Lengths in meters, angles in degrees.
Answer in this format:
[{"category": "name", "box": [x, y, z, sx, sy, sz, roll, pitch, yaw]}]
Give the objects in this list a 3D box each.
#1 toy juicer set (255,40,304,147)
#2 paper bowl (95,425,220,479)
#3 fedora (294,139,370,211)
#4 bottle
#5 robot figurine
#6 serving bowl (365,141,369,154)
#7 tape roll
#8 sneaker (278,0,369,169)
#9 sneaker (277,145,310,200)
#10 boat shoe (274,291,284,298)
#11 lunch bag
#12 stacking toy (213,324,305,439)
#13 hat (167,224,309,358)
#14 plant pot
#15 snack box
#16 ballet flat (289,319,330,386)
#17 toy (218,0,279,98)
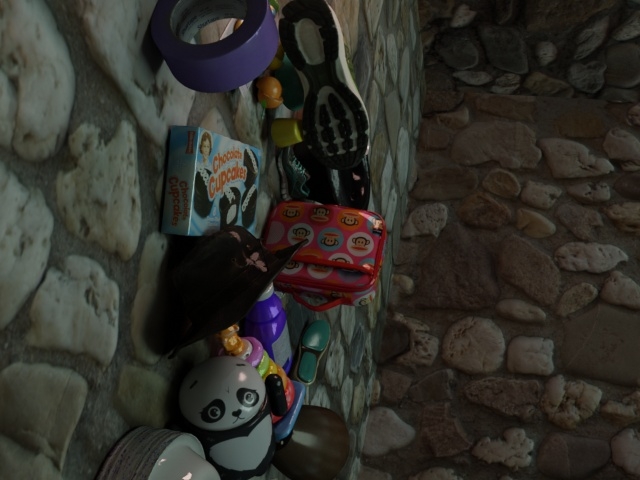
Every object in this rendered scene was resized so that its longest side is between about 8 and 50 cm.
[{"category": "toy juicer set", "box": [-0.077, -0.396, 1.734, 0.209, 0.089, 0.329, 52, 47, -44]}, {"category": "paper bowl", "box": [-0.261, 0.461, 1.239, 0.284, 0.148, 0.284, 5, 90, -74]}, {"category": "fedora", "box": [0.021, -0.191, 1.992, 0.334, 0.152, 0.334, -3, 90, -70]}, {"category": "bottle", "box": [-0.127, 0.206, 1.741, 0.118, 0.092, 0.283, -69, 159, -47]}, {"category": "robot figurine", "box": [-0.177, 0.356, 1.449, 0.209, 0.173, 0.278, -62, 152, -52]}, {"category": "serving bowl", "box": [0.104, -0.266, 1.965, 0.083, 0.027, 0.083, -3, 90, -70]}, {"category": "tape roll", "box": [-0.166, -0.333, 1.184, 0.080, 0.189, 0.189, 67, 33, -61]}, {"category": "sneaker", "box": [0.030, -0.364, 1.703, 0.182, 0.158, 0.410, -67, 147, -59]}, {"category": "sneaker", "box": [-0.061, -0.173, 1.865, 0.065, 0.076, 0.166, -69, 159, -46]}, {"category": "boat shoe", "box": [-0.108, 0.132, 1.894, 0.035, 0.035, 0.100, 34, 63, -74]}, {"category": "lunch bag", "box": [0.002, 0.045, 1.781, 0.120, 0.293, 0.258, 79, 21, -60]}, {"category": "stacking toy", "box": [-0.163, 0.271, 1.584, 0.166, 0.175, 0.302, -68, 145, -48]}, {"category": "hat", "box": [-0.180, 0.058, 1.339, 0.134, 0.331, 0.331, 52, 27, -9]}, {"category": "plant pot", "box": [-0.067, 0.515, 1.943, 0.230, 0.215, 0.215, 43, 54, -54]}, {"category": "snack box", "box": [-0.197, -0.102, 1.413, 0.322, 0.060, 0.187, -1, 96, -75]}, {"category": "ballet flat", "box": [-0.036, 0.340, 2.203, 0.248, 0.086, 0.086, -65, 156, -47]}, {"category": "toy", "box": [-0.127, -0.420, 1.531, 0.137, 0.056, 0.237, 65, 30, -43]}]
